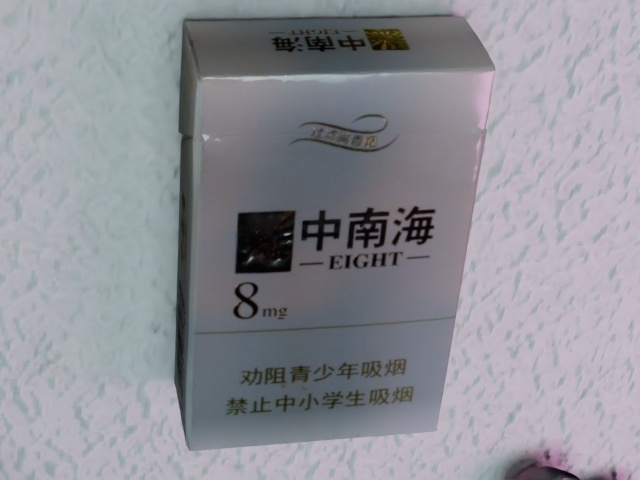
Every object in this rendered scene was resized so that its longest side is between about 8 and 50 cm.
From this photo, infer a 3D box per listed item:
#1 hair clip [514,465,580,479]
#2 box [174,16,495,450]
[{"bbox_3d":[0.198,0.243,0.963,0.257,0.075,0.146,33,108,-23],"label":"hair clip"},{"bbox_3d":[0.000,0.000,0.748,0.155,0.067,0.242,-3,124,-14],"label":"box"}]
